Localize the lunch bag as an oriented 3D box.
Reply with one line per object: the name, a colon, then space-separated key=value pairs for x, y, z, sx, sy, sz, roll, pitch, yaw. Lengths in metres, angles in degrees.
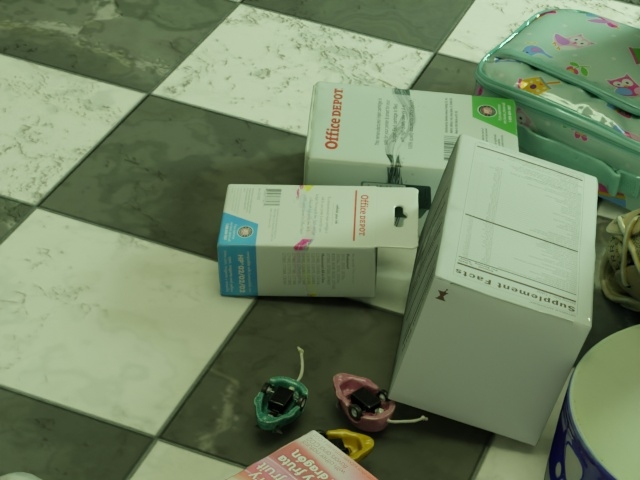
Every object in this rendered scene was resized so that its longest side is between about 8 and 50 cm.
lunch bag: x=0.309 y=-0.138 z=1.751 sx=0.279 sy=0.108 sz=0.224 roll=25 pitch=39 yaw=25

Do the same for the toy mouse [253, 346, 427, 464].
toy mouse: x=0.001 y=0.143 z=1.369 sx=0.161 sy=0.031 sz=0.143 roll=-8 pitch=37 yaw=-19

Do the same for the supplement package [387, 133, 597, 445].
supplement package: x=0.152 y=0.037 z=1.430 sx=0.139 sy=0.134 sz=0.244 roll=18 pitch=33 yaw=0

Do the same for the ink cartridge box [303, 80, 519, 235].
ink cartridge box: x=0.089 y=-0.080 z=1.652 sx=0.208 sy=0.087 sz=0.153 roll=6 pitch=35 yaw=1

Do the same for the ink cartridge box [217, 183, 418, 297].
ink cartridge box: x=0.000 y=0.000 z=1.536 sx=0.181 sy=0.062 sz=0.104 roll=1 pitch=35 yaw=3

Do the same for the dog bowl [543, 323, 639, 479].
dog bowl: x=0.314 y=0.179 z=1.300 sx=0.264 sy=0.104 sz=0.265 roll=4 pitch=35 yaw=-3

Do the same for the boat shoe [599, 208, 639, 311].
boat shoe: x=0.297 y=0.017 z=1.431 sx=0.098 sy=0.109 sz=0.302 roll=-1 pitch=-7 yaw=3

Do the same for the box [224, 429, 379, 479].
box: x=0.041 y=0.281 z=1.072 sx=0.142 sy=0.154 sz=0.300 roll=-25 pitch=46 yaw=-37

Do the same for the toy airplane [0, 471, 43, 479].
toy airplane: x=-0.172 y=0.317 z=0.884 sx=0.384 sy=0.272 sz=0.386 roll=-11 pitch=70 yaw=-3
